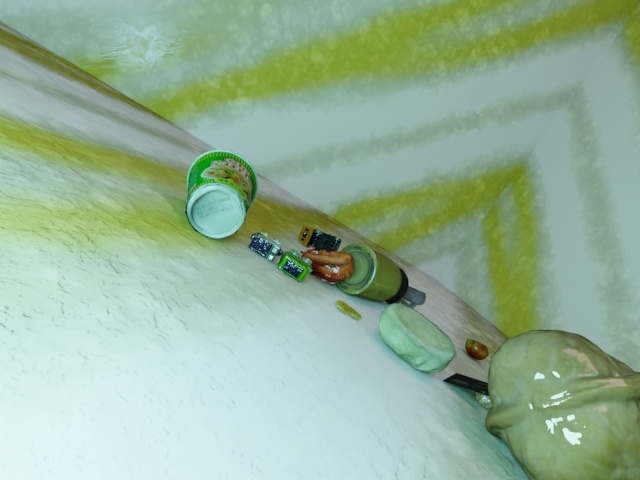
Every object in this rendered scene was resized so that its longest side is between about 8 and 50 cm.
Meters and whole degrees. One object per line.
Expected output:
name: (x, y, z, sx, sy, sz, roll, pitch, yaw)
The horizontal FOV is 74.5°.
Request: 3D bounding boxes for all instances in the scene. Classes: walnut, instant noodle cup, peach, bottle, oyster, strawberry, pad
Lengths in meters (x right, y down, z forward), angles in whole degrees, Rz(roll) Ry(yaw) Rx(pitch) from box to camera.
walnut: (0.540, 0.374, 0.916, 0.381, 0.381, 0.381, 33, 9, -6)
instant noodle cup: (-0.269, -0.114, 1.124, 0.207, 0.207, 0.232, 30, 18, -21)
peach: (0.612, 0.437, 1.663, 0.098, 0.061, 0.098, 38, -21, 18)
bottle: (0.199, 0.132, 1.500, 0.171, 0.171, 0.351, 40, 8, 35)
oyster: (0.453, 0.447, 1.178, 0.081, 0.038, 0.083, 42, -17, -2)
strawberry: (0.021, 0.080, 1.359, 0.188, 0.082, 0.121, 14, 27, 34)
pad: (0.428, 0.405, 1.189, 0.127, 0.004, 0.190, 11, -4, 30)

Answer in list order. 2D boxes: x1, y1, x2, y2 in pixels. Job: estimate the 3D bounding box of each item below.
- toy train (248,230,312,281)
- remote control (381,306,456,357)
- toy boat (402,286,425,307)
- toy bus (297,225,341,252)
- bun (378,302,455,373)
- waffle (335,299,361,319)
toy train: (-0.114, 0.042, 1.196, 0.202, 0.060, 0.081, 32, 15, 0)
remote control: (0.336, 0.305, 1.418, 0.293, 0.051, 0.103, 31, 8, -19)
toy boat: (0.354, 0.229, 1.868, 0.227, 0.085, 0.155, 23, -1, 9)
toy bus: (0.000, 0.000, 1.751, 0.088, 0.083, 0.194, 29, 5, 41)
bun: (0.246, 0.266, 1.130, 0.221, 0.108, 0.221, 30, 17, -11)
waffle: (0.079, 0.196, 1.191, 0.085, 0.016, 0.078, 34, 9, -1)
